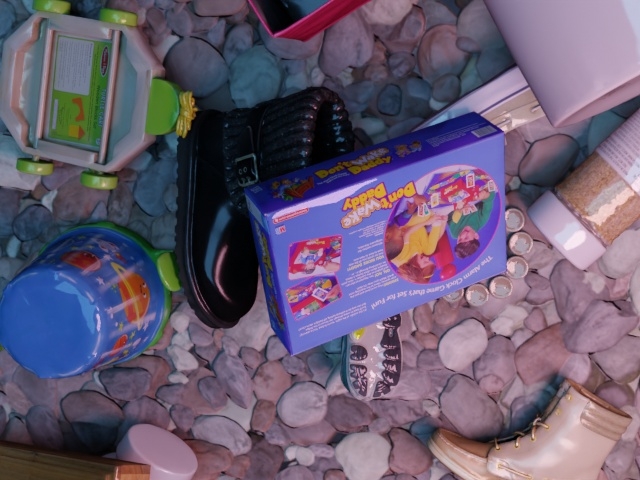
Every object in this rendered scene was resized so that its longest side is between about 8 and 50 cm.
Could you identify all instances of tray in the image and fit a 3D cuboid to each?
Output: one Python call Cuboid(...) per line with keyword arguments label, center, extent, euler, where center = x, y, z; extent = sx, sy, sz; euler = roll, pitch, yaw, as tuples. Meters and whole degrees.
Cuboid(label="tray", center=(-0.439, 0.423, 1.542), extent=(0.411, 0.076, 0.202), euler=(-1, 80, 36))

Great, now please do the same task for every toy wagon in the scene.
Cuboid(label="toy wagon", center=(-0.331, -0.214, 1.511), extent=(0.344, 0.068, 0.267), euler=(13, 102, 19))

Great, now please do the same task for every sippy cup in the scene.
Cuboid(label="sippy cup", center=(-0.368, 0.102, 1.523), extent=(0.240, 0.224, 0.305), euler=(33, 103, 3))

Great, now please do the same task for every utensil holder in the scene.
Cuboid(label="utensil holder", center=(0.344, -0.378, 1.250), extent=(0.328, 0.327, 0.385), euler=(-27, 85, 12))

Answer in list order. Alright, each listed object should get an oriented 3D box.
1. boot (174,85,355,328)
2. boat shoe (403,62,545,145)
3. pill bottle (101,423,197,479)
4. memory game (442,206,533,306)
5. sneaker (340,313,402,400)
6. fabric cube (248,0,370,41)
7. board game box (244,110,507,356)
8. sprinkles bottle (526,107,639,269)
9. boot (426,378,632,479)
Cuboid(label="boot", center=(-0.078, -0.040, 1.450), extent=(0.260, 0.131, 0.347), euler=(-1, 97, 33))
Cuboid(label="boat shoe", center=(0.235, -0.172, 1.444), extent=(0.302, 0.109, 0.094), euler=(-31, 95, 10))
Cuboid(label="pill bottle", center=(-0.322, 0.447, 1.601), extent=(0.169, 0.169, 0.301), euler=(33, 102, 2))
Cuboid(label="memory game", center=(0.228, 0.010, 1.522), extent=(0.186, 0.012, 0.186), euler=(2, 100, 9))
Cuboid(label="sneaker", center=(0.068, 0.101, 1.514), extent=(0.107, 0.110, 0.275), euler=(11, 83, -16))
Cuboid(label="fabric cube", center=(-0.001, -0.441, 1.359), extent=(0.259, 0.258, 0.254), euler=(-30, 93, 13))
Cuboid(label="board game box", center=(0.086, -0.011, 1.370), extent=(0.347, 0.078, 0.233), euler=(-20, 125, -17))
Cuboid(label="sprinkles bottle", center=(0.458, -0.116, 1.409), extent=(0.355, 0.121, 0.121), euler=(-44, 91, 13))
Cuboid(label="boot", center=(0.313, 0.290, 1.512), extent=(0.262, 0.095, 0.203), euler=(25, 103, 2))
